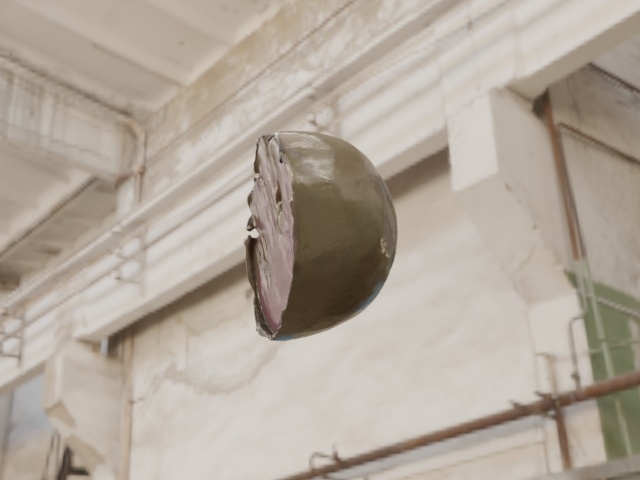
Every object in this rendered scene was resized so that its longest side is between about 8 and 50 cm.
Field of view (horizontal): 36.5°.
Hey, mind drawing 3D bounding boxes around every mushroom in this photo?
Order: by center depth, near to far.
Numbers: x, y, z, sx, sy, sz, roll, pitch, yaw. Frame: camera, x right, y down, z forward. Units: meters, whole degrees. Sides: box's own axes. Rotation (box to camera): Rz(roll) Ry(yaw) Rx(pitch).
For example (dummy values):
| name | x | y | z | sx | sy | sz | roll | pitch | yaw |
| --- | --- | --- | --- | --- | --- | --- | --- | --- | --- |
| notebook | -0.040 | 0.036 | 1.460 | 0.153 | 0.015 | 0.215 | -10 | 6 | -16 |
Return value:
| name | x | y | z | sx | sy | sz | roll | pitch | yaw |
| --- | --- | --- | --- | --- | --- | --- | --- | --- | --- |
| mushroom | 0.000 | 0.000 | 0.768 | 0.117 | 0.141 | 0.188 | 8 | -40 | -12 |
